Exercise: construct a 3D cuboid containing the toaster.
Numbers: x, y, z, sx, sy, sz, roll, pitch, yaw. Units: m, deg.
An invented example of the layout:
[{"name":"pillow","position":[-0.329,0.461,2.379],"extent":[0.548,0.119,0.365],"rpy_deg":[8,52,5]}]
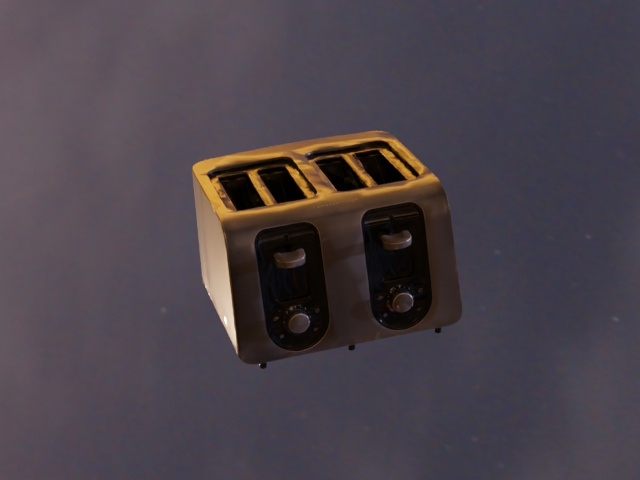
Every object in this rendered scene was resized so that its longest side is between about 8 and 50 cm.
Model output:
[{"name":"toaster","position":[0.000,0.000,1.093],"extent":[0.185,0.168,0.110],"rpy_deg":[-124,-153,-65]}]
